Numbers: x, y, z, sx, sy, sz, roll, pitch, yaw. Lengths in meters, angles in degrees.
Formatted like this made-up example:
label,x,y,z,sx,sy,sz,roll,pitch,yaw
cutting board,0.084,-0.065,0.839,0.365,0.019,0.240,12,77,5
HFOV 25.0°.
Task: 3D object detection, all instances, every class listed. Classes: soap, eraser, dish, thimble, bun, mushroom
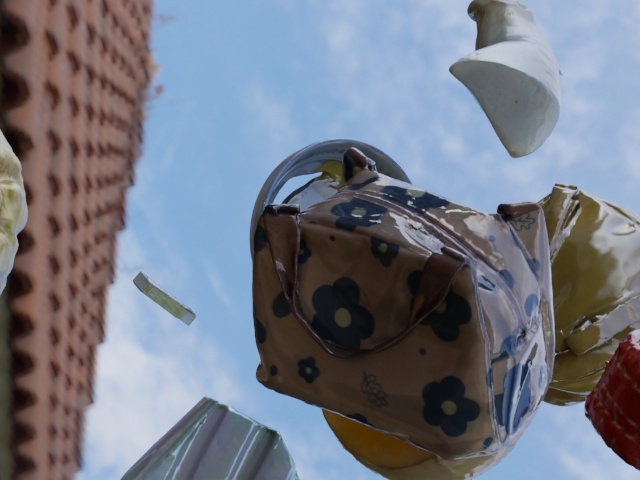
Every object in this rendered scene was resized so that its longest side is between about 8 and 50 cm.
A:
label,x,y,z,sx,sy,sz,roll,pitch,yaw
soap,-0.137,0.339,1.460,0.208,0.347,0.115,27,-8,-6
eraser,-0.190,0.071,1.760,0.083,0.019,0.038,41,-2,-33
dish,0.000,0.000,1.993,0.134,0.273,0.273,-3,-73,56
thimble,0.402,0.193,1.662,0.189,0.163,0.125,48,-60,51
bun,0.134,0.130,1.621,0.299,0.165,0.298,-15,-112,40
mushroom,0.284,-0.265,2.171,0.126,0.397,0.177,-39,-78,21

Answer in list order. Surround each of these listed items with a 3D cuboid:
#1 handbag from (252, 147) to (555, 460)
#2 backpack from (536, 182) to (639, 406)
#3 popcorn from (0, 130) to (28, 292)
label,x,y,z,sx,sy,sz,roll,pitch,yaw
handbag,0.073,0.046,1.243,0.252,0.190,0.193,17,-51,30
backpack,0.408,0.095,2.350,0.353,0.378,0.201,42,-23,31
popcorn,-0.494,-0.006,1.492,0.344,0.390,0.354,50,-5,7
